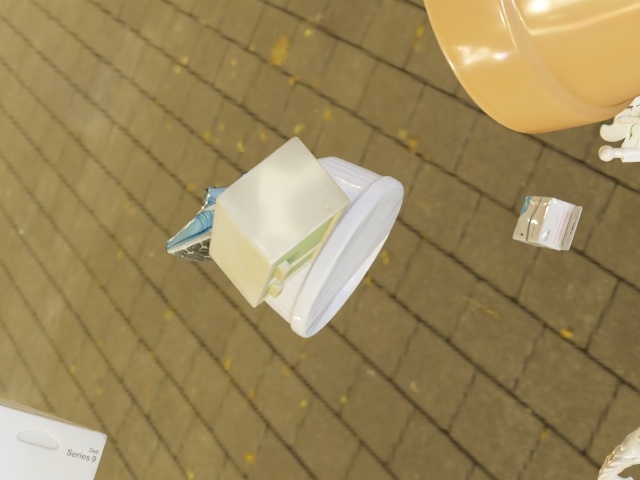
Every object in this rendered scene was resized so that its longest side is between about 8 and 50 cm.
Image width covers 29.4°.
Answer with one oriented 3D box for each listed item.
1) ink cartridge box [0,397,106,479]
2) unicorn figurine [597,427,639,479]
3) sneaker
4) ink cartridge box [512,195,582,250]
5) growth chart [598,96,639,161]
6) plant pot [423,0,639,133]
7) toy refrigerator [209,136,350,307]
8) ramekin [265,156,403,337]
[{"bbox_3d":[-0.461,0.274,1.661,0.289,0.211,0.122,4,75,51],"label":"ink cartridge box"},{"bbox_3d":[0.364,0.230,1.360,0.060,0.111,0.162,49,155,30],"label":"unicorn figurine"},{"bbox_3d":[-0.128,-0.030,1.530,0.162,0.063,0.073,-31,62,20],"label":"sneaker"},{"bbox_3d":[0.228,-0.018,1.229,0.083,0.028,0.048,-166,94,-76],"label":"ink cartridge box"},{"bbox_3d":[0.369,-0.153,1.162,0.237,0.172,0.021,103,167,-51],"label":"growth chart"},{"bbox_3d":[0.228,-0.233,0.881,0.203,0.291,0.291,-4,71,41],"label":"plant pot"},{"bbox_3d":[-0.047,-0.008,1.286,0.102,0.094,0.269,-39,-5,-13],"label":"toy refrigerator"},{"bbox_3d":[0.000,0.000,1.811,0.127,0.273,0.273,32,106,13],"label":"ramekin"}]
